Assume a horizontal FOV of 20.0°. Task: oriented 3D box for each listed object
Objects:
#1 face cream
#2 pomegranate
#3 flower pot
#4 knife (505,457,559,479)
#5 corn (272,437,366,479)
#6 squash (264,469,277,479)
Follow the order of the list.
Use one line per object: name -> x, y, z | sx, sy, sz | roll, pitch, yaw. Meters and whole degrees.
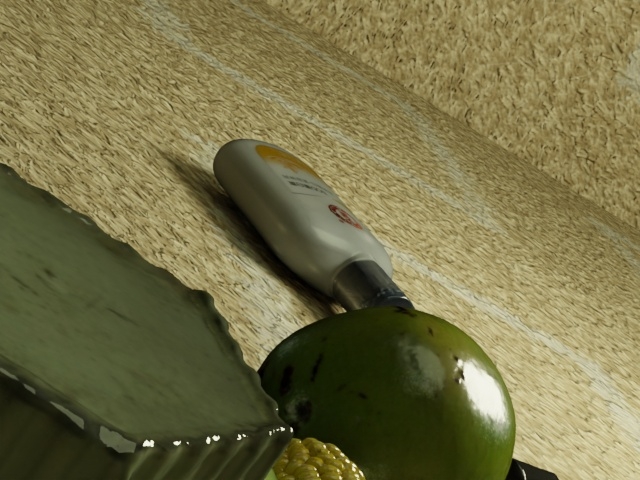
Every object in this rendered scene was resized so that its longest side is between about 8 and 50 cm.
face cream -> 0.000, 0.000, 1.750 | 0.144, 0.071, 0.291 | 24, 17, -37
pomegranate -> 0.049, 0.145, 1.169 | 0.210, 0.179, 0.179 | 59, 20, 15
flower pot -> -0.157, 0.091, 0.775 | 0.209, 0.190, 0.239 | 41, 15, 25
knife -> 0.224, 0.232, 1.594 | 0.230, 0.028, 0.060 | 22, 30, -53
corn -> 0.012, 0.194, 0.967 | 0.081, 0.081, 0.248 | 29, 15, -23
squash -> -0.053, 0.188, 0.865 | 0.118, 0.118, 0.370 | 27, 19, -30
